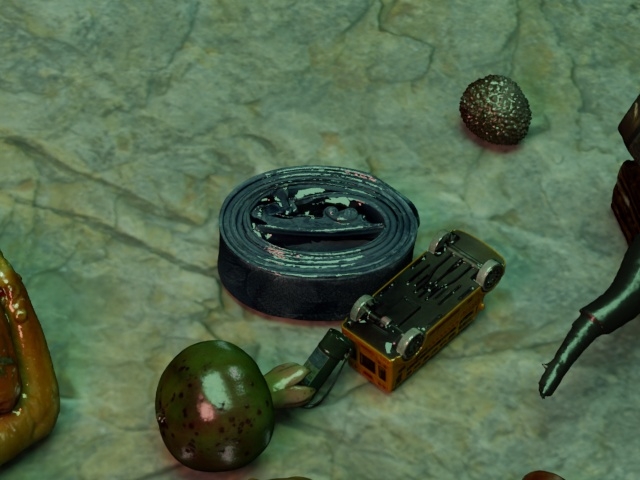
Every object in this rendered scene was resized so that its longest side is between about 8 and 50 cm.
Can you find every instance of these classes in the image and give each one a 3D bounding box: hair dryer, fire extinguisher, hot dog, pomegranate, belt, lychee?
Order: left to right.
[{"bbox_3d":[-0.331,0.069,1.450,0.150,0.153,0.256,-29,59,-26],"label":"hot dog"},{"bbox_3d":[-0.072,0.138,1.453,0.142,0.114,0.114,-12,53,-25],"label":"pomegranate"},{"bbox_3d":[-0.003,0.119,1.509,0.038,0.083,0.025,35,12,-9],"label":"fire extinguisher"},{"bbox_3d":[0.000,0.000,1.586,0.190,0.082,0.141,1,49,-4],"label":"belt"},{"bbox_3d":[0.177,-0.133,1.729,0.067,0.068,0.083,-42,60,14],"label":"lychee"},{"bbox_3d":[0.328,0.042,1.513,0.304,0.120,0.359,42,69,9],"label":"hair dryer"}]

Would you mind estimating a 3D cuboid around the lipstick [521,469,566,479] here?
[{"bbox_3d":[0.139,0.311,1.350,0.081,0.081,0.299,19,53,9],"label":"lipstick"}]

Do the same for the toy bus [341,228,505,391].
[{"bbox_3d":[0.096,0.062,1.553,0.069,0.074,0.162,34,57,29],"label":"toy bus"}]

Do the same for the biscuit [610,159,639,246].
[{"bbox_3d":[0.381,0.079,1.570,0.107,0.073,0.388,-9,52,-11],"label":"biscuit"}]

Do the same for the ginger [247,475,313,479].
[{"bbox_3d":[-0.052,0.278,1.241,0.223,0.269,0.200,-17,83,-27],"label":"ginger"}]
